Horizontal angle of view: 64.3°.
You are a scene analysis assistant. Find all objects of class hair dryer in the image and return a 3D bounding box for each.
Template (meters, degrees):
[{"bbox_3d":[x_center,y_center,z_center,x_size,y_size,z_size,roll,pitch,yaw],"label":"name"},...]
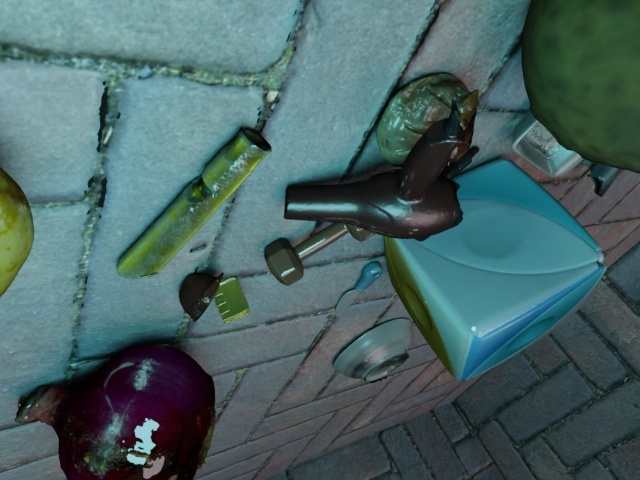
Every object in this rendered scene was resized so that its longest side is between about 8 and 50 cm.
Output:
[{"bbox_3d":[0.245,-0.112,1.037,0.255,0.128,0.070,-37,150,-11],"label":"hair dryer"},{"bbox_3d":[0.107,-0.109,0.793,0.312,0.123,0.340,2,157,-7],"label":"hair dryer"}]

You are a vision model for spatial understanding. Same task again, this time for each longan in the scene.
[{"bbox_3d":[0.492,-0.287,0.731,0.391,0.391,0.391,-22,148,-15],"label":"longan"}]

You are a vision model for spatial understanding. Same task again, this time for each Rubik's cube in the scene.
[{"bbox_3d":[0.371,0.072,1.172,0.351,0.352,0.347,-26,148,-5],"label":"Rubik's cube"}]

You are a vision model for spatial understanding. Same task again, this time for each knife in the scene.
[{"bbox_3d":[0.087,0.138,1.343,0.058,0.032,0.244,-6,145,-39],"label":"knife"}]

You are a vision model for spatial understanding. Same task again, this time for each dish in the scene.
[{"bbox_3d":[0.201,0.395,1.729,0.316,0.106,0.316,-22,148,-15],"label":"dish"},{"bbox_3d":[0.514,-0.230,1.107,0.234,0.064,0.154,21,123,-38],"label":"dish"}]

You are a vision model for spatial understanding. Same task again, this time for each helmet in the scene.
[{"bbox_3d":[-0.234,0.094,0.965,0.111,0.057,0.089,-61,174,26],"label":"helmet"}]

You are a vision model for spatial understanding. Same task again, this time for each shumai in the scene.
[{"bbox_3d":[0.203,-0.187,0.880,0.201,0.120,0.201,-24,147,-17],"label":"shumai"}]

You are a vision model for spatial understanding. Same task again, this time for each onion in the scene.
[{"bbox_3d":[-0.405,0.360,1.006,0.385,0.348,0.348,15,136,-6],"label":"onion"}]

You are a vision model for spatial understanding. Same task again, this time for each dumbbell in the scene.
[{"bbox_3d":[0.000,0.000,1.007,0.230,0.082,0.092,-30,148,-1],"label":"dumbbell"}]

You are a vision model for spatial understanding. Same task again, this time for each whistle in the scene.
[{"bbox_3d":[-0.200,-0.045,0.792,0.326,0.057,0.068,-43,147,20],"label":"whistle"}]

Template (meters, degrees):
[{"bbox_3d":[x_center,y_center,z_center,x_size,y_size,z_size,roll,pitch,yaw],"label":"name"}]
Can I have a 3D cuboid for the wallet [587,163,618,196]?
[{"bbox_3d":[0.739,-0.233,1.232,0.251,0.054,0.290,-59,157,11],"label":"wallet"}]

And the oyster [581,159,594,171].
[{"bbox_3d":[0.685,-0.235,1.258,0.252,0.087,0.199,-23,138,-29],"label":"oyster"}]

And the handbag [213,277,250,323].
[{"bbox_3d":[-0.181,0.120,1.020,0.061,0.083,0.027,-21,147,-12],"label":"handbag"}]

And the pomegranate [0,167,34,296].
[{"bbox_3d":[-0.419,-0.003,0.495,0.248,0.248,0.248,-22,148,-15],"label":"pomegranate"}]
